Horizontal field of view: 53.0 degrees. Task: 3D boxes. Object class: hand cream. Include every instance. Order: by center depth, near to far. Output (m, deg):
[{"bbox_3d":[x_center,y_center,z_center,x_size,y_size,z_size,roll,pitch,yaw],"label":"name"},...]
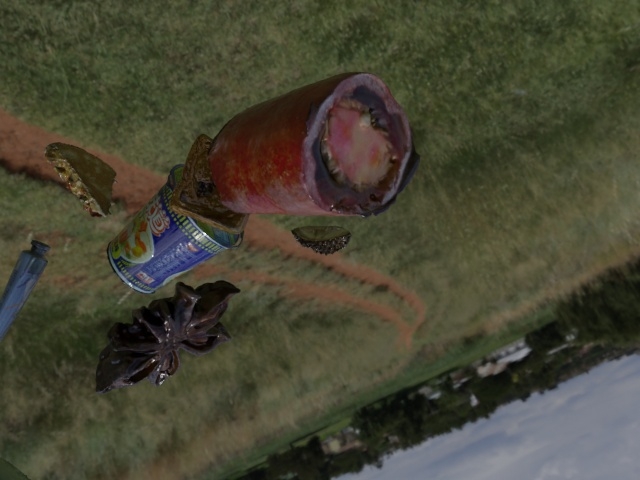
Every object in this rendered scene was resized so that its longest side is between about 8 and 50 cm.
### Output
[{"bbox_3d":[-0.666,0.128,1.391,0.271,0.058,0.091,-65,-169,-5],"label":"hand cream"}]

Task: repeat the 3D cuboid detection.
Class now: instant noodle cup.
[{"bbox_3d":[-0.423,-0.012,1.799,0.312,0.284,0.284,-36,161,18],"label":"instant noodle cup"}]

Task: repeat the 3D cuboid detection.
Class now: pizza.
[{"bbox_3d":[-0.500,-0.114,1.377,0.062,0.198,0.188,-39,149,16],"label":"pizza"}]

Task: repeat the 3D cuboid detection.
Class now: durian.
[{"bbox_3d":[-0.001,-0.006,1.319,0.130,0.066,0.052,2,162,12],"label":"durian"}]

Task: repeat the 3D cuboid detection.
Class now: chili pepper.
[{"bbox_3d":[-0.027,-0.133,1.056,0.305,0.229,0.251,-8,-135,46],"label":"chili pepper"}]

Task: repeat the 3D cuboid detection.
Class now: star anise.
[{"bbox_3d":[-0.238,0.143,1.004,0.220,0.099,0.214,-9,141,-45],"label":"star anise"}]

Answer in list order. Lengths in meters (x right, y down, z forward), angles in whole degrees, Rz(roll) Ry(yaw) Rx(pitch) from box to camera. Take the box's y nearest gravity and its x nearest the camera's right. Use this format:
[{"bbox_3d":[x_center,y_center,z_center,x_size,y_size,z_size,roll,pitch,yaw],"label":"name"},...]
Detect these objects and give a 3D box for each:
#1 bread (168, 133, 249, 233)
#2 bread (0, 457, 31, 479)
[{"bbox_3d":[-0.190,-0.095,1.201,0.149,0.158,0.143,-62,-171,-7],"label":"bread"},{"bbox_3d":[-0.205,0.218,0.449,0.112,0.193,0.036,-28,180,31],"label":"bread"}]
